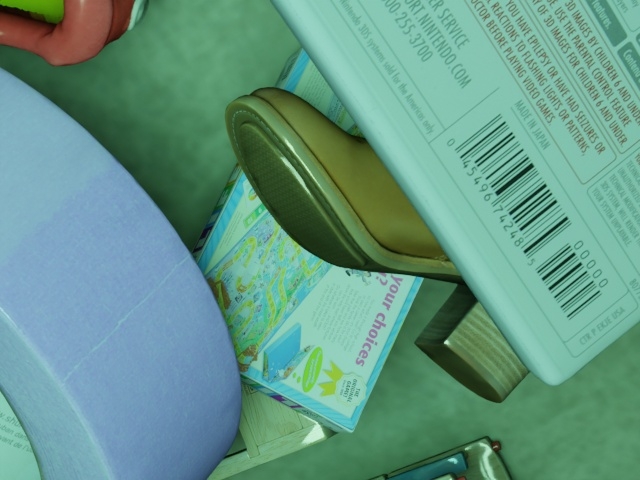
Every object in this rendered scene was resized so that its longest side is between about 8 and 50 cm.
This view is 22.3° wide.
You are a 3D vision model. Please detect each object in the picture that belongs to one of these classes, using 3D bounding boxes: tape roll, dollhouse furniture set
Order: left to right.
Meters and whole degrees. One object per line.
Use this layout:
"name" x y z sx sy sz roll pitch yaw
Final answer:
"tape roll" -0.173 0.040 0.745 0.275 0.090 0.274 24 140 23
"dollhouse furniture set" 0.015 0.107 0.854 0.129 0.129 0.183 -23 87 14

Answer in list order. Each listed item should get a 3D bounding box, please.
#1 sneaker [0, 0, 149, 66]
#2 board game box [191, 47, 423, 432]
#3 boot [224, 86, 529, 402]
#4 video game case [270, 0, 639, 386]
"sneaker" -0.203 -0.155 0.693 0.279 0.118 0.107 19 118 -9
"board game box" 0.000 0.000 0.773 0.103 0.026 0.154 29 76 -13
"boot" 0.062 -0.040 0.747 0.197 0.073 0.152 44 74 -23
"video game case" 0.125 -0.149 0.667 0.300 0.036 0.329 -38 113 -5
